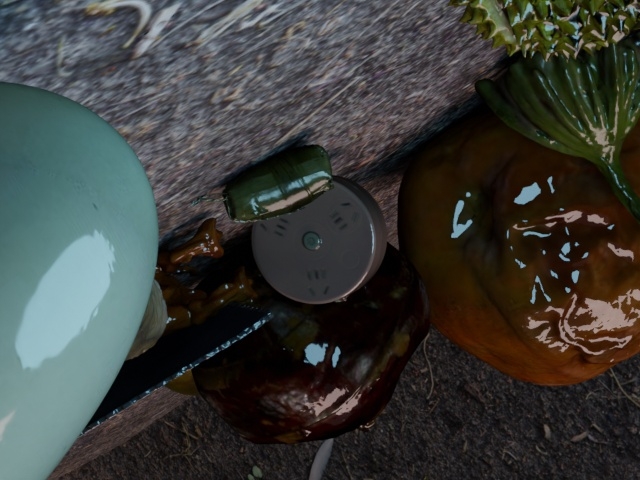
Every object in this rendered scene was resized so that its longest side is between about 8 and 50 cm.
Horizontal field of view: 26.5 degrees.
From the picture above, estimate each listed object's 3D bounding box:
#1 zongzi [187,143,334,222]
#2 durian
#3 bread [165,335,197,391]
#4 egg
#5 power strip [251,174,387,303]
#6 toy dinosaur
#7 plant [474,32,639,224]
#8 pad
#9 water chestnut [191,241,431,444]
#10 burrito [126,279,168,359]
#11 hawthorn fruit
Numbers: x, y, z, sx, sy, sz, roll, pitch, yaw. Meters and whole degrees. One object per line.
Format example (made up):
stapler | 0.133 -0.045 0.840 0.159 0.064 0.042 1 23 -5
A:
zongzi | -0.063 -0.048 1.424 0.154 0.062 0.130 -25 -175 -7
durian | 0.201 -0.212 1.017 0.237 0.138 0.193 -30 173 -24
bread | -0.205 0.196 2.315 0.166 0.112 0.383 -31 173 -8
egg | -0.238 0.066 0.632 0.371 0.230 0.230 -35 174 -5
power strip | 0.000 0.000 1.596 0.154 0.154 0.078 -33 175 14
toy dinosaur | -0.184 0.064 1.502 0.208 0.097 0.432 -28 175 16
plant | 0.333 -0.112 1.660 0.180 0.333 0.251 -6 170 -41
pad | -0.194 0.144 1.573 0.269 0.012 0.269 -31 -171 -13
water chestnut | -0.002 0.144 1.849 0.335 0.347 0.335 -29 -153 16
burrito | -0.220 0.065 1.219 0.143 0.105 0.299 -46 174 3
hawthorn fruit | 0.331 -0.002 1.937 0.472 0.472 0.472 -31 174 -4
